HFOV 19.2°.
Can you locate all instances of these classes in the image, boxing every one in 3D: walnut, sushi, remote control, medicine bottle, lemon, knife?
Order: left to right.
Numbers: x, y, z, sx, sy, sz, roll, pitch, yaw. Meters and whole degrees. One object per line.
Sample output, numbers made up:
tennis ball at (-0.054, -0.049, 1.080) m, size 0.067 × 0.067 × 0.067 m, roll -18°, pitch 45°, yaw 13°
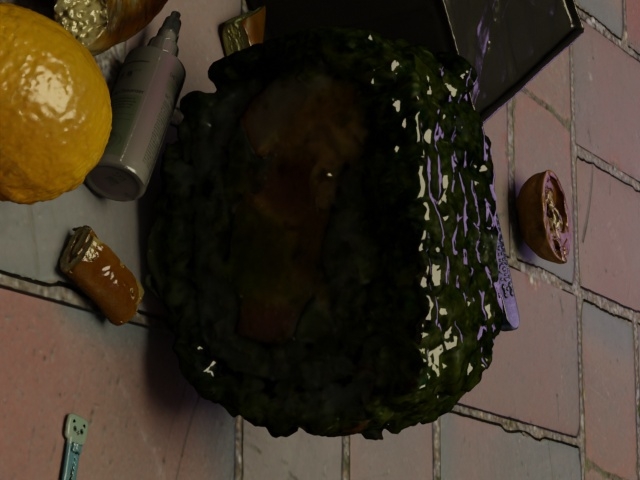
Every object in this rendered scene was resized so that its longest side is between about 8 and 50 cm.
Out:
lemon at (-0.239, -0.108, 1.428) m, size 0.187 × 0.142 × 0.142 m, roll 43°, pitch 47°, yaw -33°
knife at (-0.203, 0.188, 1.545) m, size 0.027 × 0.010 × 0.096 m, roll 36°, pitch 53°, yaw -50°
medicine bottle at (-0.153, -0.127, 1.657) m, size 0.057 × 0.057 × 0.199 m, roll 52°, pitch 43°, yaw -41°
sushi at (0.000, 0.000, 1.656) m, size 0.178 × 0.294 × 0.352 m, roll 8°, pitch 78°, yaw -61°
remote control at (0.209, 0.034, 2.264) m, size 0.043 × 0.027 × 0.153 m, roll -12°, pitch 92°, yaw -54°
walnut at (0.274, -0.028, 2.360) m, size 0.091 × 0.052 × 0.121 m, roll -28°, pitch 109°, yaw -60°

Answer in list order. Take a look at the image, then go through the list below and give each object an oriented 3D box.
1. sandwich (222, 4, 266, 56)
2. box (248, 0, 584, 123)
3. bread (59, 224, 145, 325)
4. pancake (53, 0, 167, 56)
sandwich at (-0.075, -0.199, 1.831) m, size 0.044 × 0.031 × 0.083 m, roll 43°, pitch 46°, yaw -53°
box at (0.099, -0.268, 1.971) m, size 0.345 × 0.204 × 0.251 m, roll -42°, pitch 119°, yaw -54°
bread at (-0.183, 0.030, 1.592) m, size 0.083 × 0.036 × 0.047 m, roll 52°, pitch 45°, yaw -38°
pancake at (-0.156, -0.287, 1.618) m, size 0.266 × 0.057 × 0.244 m, roll -56°, pitch 158°, yaw -69°
